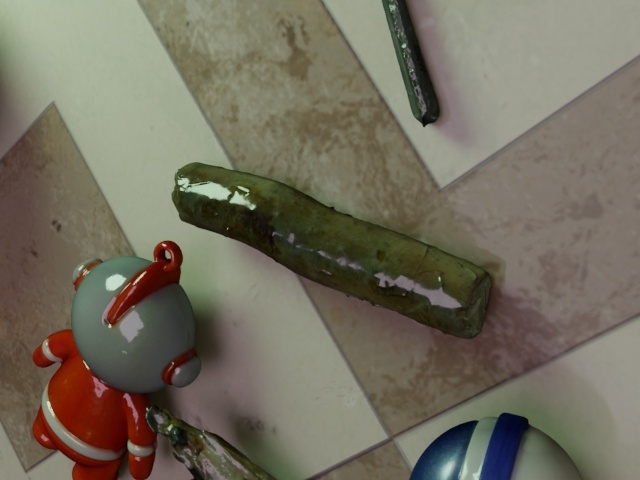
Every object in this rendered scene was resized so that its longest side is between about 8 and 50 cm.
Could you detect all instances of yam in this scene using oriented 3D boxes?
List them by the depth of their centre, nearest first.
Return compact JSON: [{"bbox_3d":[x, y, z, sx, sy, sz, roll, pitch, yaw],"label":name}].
[{"bbox_3d":[0.000,0.000,0.653,0.317,0.071,0.067,22,143,24],"label":"yam"}]

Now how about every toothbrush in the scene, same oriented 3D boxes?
[{"bbox_3d":[0.052,-0.239,0.612,0.030,0.030,0.298,-16,89,19],"label":"toothbrush"}]

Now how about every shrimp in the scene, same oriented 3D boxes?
[{"bbox_3d":[-0.086,0.267,0.735,0.254,0.059,0.145,38,132,5],"label":"shrimp"}]

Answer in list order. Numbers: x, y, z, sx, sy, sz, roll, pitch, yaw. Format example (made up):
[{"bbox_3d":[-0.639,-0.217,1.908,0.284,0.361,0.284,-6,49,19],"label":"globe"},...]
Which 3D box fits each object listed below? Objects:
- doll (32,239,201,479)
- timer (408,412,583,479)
[{"bbox_3d":[-0.216,0.127,0.774,0.199,0.105,0.337,41,122,18],"label":"doll"},{"bbox_3d":[0.108,0.322,0.561,0.270,0.270,0.384,11,88,27],"label":"timer"}]
